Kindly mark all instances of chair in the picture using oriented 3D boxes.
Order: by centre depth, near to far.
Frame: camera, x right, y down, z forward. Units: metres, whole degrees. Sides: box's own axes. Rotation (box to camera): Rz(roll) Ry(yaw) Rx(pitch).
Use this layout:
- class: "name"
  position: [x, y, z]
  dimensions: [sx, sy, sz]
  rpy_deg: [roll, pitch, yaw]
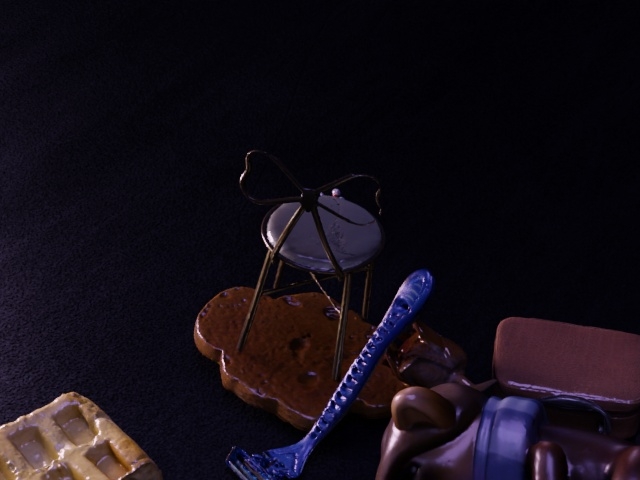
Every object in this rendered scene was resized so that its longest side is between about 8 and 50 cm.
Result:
- class: "chair"
  position: [0.000, 0.000, 1.912]
  dimensions: [0.160, 0.325, 0.170]
  rpy_deg: [17, 40, 11]

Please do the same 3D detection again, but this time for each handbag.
- class: "handbag"
  position: [0.301, 0.169, 1.989]
  dimensions: [0.193, 0.072, 0.151]
  rpy_deg: [11, 40, 8]

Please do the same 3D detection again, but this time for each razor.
- class: "razor"
  position: [0.029, 0.166, 1.895]
  dimensions: [0.324, 0.056, 0.093]
  rpy_deg: [-50, 54, -4]

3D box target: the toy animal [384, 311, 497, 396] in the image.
- class: "toy animal"
  position: [0.117, 0.135, 1.960]
  dimensions: [0.089, 0.188, 0.179]
  rpy_deg: [-46, 62, 10]

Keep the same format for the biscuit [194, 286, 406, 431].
- class: "biscuit"
  position: [-0.020, 0.146, 2.021]
  dimensions: [0.290, 0.041, 0.208]
  rpy_deg: [27, 43, 21]

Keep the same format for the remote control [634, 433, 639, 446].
- class: "remote control"
  position: [0.480, 0.245, 1.882]
  dimensions: [0.245, 0.025, 0.063]
  rpy_deg: [-1, 21, 21]

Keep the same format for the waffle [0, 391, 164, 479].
- class: "waffle"
  position: [-0.330, 0.273, 1.831]
  dimensions: [0.274, 0.057, 0.168]
  rpy_deg: [-25, 46, -30]

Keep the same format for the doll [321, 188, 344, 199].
- class: "doll"
  position: [-0.008, -0.037, 2.254]
  dimensions: [0.057, 0.039, 0.114]
  rpy_deg: [21, 39, 14]

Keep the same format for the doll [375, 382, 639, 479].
- class: "doll"
  position: [0.220, 0.279, 1.771]
  dimensions: [0.340, 0.209, 0.318]
  rpy_deg: [17, 8, 14]
